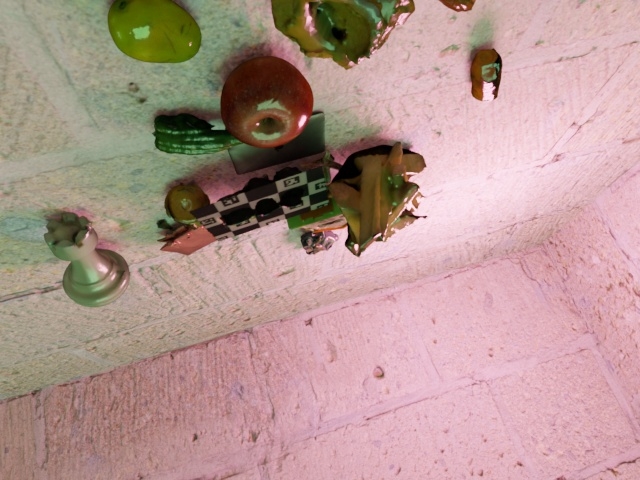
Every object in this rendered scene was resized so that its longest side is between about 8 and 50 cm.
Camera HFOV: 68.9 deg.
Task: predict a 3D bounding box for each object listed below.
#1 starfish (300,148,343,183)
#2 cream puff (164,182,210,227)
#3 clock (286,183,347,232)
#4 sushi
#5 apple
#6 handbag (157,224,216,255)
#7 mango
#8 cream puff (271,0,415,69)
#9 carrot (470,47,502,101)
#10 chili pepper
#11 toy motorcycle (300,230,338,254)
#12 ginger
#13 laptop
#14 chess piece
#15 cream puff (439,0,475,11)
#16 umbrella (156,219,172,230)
[{"bbox_3d":[-0.004,-0.214,1.428,0.176,0.053,0.208,-19,158,22],"label":"starfish"},{"bbox_3d":[-0.374,-0.100,1.326,0.119,0.133,0.104,-48,-159,-4],"label":"cream puff"},{"bbox_3d":[0.025,-0.103,1.628,0.219,0.106,0.255,-16,170,17],"label":"clock"},{"bbox_3d":[-0.172,-0.138,1.358,0.373,0.100,0.296,-19,164,-1],"label":"sushi"},{"bbox_3d":[-0.116,-0.301,1.009,0.201,0.162,0.201,-7,149,-5],"label":"apple"},{"bbox_3d":[-0.408,-0.019,1.535,0.212,0.059,0.157,-27,164,19],"label":"handbag"},{"bbox_3d":[-0.285,-0.370,0.814,0.163,0.089,0.117,-15,153,-40],"label":"mango"},{"bbox_3d":[0.047,-0.418,0.822,0.282,0.185,0.282,-19,156,-8],"label":"cream puff"},{"bbox_3d":[0.436,-0.429,1.230,0.082,0.082,0.173,-22,156,9],"label":"carrot"},{"bbox_3d":[-0.258,-0.249,1.086,0.253,0.099,0.083,-8,146,-24],"label":"chili pepper"},{"bbox_3d":[0.000,0.000,1.901,0.152,0.073,0.225,-20,159,-1],"label":"toy motorcycle"},{"bbox_3d":[0.213,-0.102,1.424,0.413,0.211,0.358,-26,126,-28],"label":"ginger"},{"bbox_3d":[-0.116,-0.261,1.277,0.269,0.015,0.188,-16,158,-5],"label":"laptop"},{"bbox_3d":[-0.690,0.053,1.368,0.194,0.195,0.299,-13,149,-14],"label":"chess piece"},{"bbox_3d":[0.249,-0.498,0.871,0.144,0.126,0.103,-6,140,-49],"label":"cream puff"},{"bbox_3d":[-0.493,-0.047,1.481,0.031,0.020,0.083,-53,157,-3],"label":"umbrella"}]
